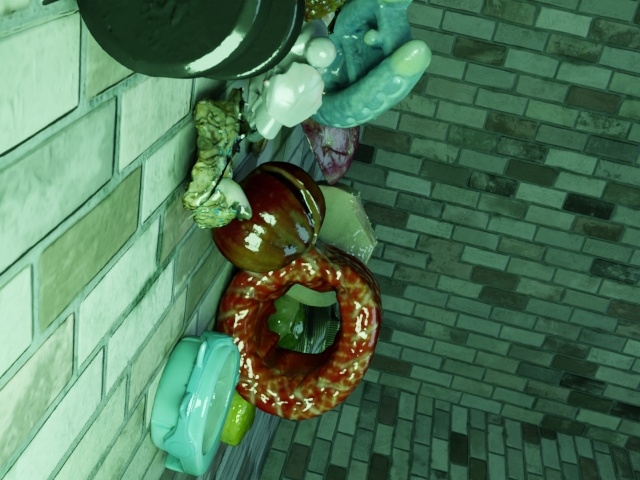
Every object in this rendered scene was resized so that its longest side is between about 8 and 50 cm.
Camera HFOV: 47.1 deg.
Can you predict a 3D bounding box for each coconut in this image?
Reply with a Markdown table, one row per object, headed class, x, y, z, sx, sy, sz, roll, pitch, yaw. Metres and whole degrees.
| class | x | y | z | sx | sy | sz | roll | pitch | yaw |
| --- | --- | --- | --- | --- | --- | --- | --- | --- | --- |
| coconut | 0.000 | 0.000 | 1.809 | 0.309 | 0.298 | 0.297 | -71 | 174 | -76 |

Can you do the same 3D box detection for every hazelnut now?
| class | x | y | z | sx | sy | sz | roll | pitch | yaw |
| --- | --- | --- | --- | --- | --- | --- | --- | --- | --- |
| hazelnut | -0.090 | -0.034 | 1.252 | 0.204 | 0.178 | 0.178 | -47 | 156 | -42 |

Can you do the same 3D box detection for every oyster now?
| class | x | y | z | sx | sy | sz | roll | pitch | yaw |
| --- | --- | --- | --- | --- | --- | --- | --- | --- | --- |
| oyster | -0.139 | -0.102 | 1.010 | 0.259 | 0.092 | 0.198 | -101 | -162 | -57 |

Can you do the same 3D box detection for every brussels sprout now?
| class | x | y | z | sx | sy | sz | roll | pitch | yaw |
| --- | --- | --- | --- | --- | --- | --- | --- | --- | --- |
| brussels sprout | -0.109 | 0.237 | 2.120 | 0.145 | 0.131 | 0.183 | -80 | -173 | -76 |

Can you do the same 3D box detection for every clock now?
| class | x | y | z | sx | sy | sz | roll | pitch | yaw |
| --- | --- | --- | --- | --- | --- | --- | --- | --- | --- |
| clock | -0.209 | 0.259 | 1.228 | 0.274 | 0.094 | 0.223 | 92 | 12 | -61 |

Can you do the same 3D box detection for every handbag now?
| class | x | y | z | sx | sy | sz | roll | pitch | yaw |
| --- | --- | --- | --- | --- | --- | --- | --- | --- | --- |
| handbag | -0.045 | 0.303 | 2.385 | 0.340 | 0.247 | 0.240 | -98 | -158 | -70 |

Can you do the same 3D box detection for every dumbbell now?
| class | x | y | z | sx | sy | sz | roll | pitch | yaw |
| --- | --- | --- | --- | --- | --- | --- | --- | --- | --- |
| dumbbell | -0.104 | -0.218 | 0.652 | 0.218 | 0.153 | 0.152 | -58 | 161 | -76 |

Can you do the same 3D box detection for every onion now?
| class | x | y | z | sx | sy | sz | roll | pitch | yaw |
| --- | --- | --- | --- | --- | --- | --- | --- | --- | --- |
| onion | 0.031 | -0.265 | 1.707 | 0.247 | 0.111 | 0.250 | -90 | 160 | -51 |

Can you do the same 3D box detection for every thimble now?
| class | x | y | z | sx | sy | sz | roll | pitch | yaw |
| --- | --- | --- | --- | --- | --- | --- | --- | --- | --- |
| thimble | -0.043 | 0.168 | 1.502 | 0.230 | 0.350 | 0.350 | -29 | 133 | -82 |

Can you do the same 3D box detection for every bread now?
| class | x | y | z | sx | sy | sz | roll | pitch | yaw |
| --- | --- | --- | --- | --- | --- | --- | --- | --- | --- |
| bread | -0.194 | 0.352 | 1.525 | 0.111 | 0.114 | 0.129 | 95 | 10 | -59 |

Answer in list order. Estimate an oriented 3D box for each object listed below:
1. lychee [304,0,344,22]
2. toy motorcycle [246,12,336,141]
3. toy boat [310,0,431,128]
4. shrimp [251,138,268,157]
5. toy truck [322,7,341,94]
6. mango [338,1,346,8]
| class | x | y | z | sx | sy | sz | roll | pitch | yaw |
| --- | --- | --- | --- | --- | --- | --- | --- | --- | --- |
| lychee | -0.032 | -0.374 | 0.997 | 0.171 | 0.171 | 0.171 | 14 | 90 | -86 |
| toy motorcycle | -0.034 | -0.266 | 1.088 | 0.171 | 0.110 | 0.260 | 2 | -112 | 54 |
| toy boat | 0.053 | -0.320 | 1.296 | 0.330 | 0.123 | 0.215 | -24 | -105 | 56 |
| shrimp | -0.089 | -0.273 | 1.398 | 0.143 | 0.052 | 0.251 | 132 | -21 | -74 |
| toy truck | -0.036 | -0.364 | 1.245 | 0.127 | 0.127 | 0.257 | 53 | 48 | -83 |
| mango | 0.006 | -0.527 | 1.356 | 0.253 | 0.113 | 0.138 | 76 | 16 | -56 |
